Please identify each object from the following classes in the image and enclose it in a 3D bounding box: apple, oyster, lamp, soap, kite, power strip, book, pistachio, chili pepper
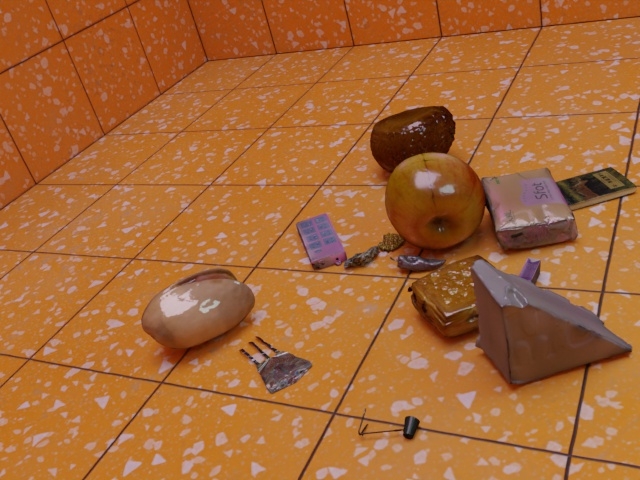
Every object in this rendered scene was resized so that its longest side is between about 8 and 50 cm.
[{"bbox_3d":[0.320,-0.109,1.948,0.285,0.286,0.233,-14,40,4],"label":"apple"},{"bbox_3d":[0.117,0.053,2.026,0.100,0.037,0.098,-25,6,26],"label":"oyster"},{"bbox_3d":[0.143,0.392,1.457,0.121,0.041,0.054,2,44,22],"label":"lamp"},{"bbox_3d":[0.487,0.145,1.475,0.302,0.258,0.159,-17,30,-3],"label":"soap"},{"bbox_3d":[-0.130,0.302,1.747,0.127,0.016,0.229,-31,34,-29],"label":"kite"},{"bbox_3d":[0.000,0.000,2.149,0.109,0.038,0.279,-18,31,-4],"label":"power strip"},{"bbox_3d":[0.779,-0.151,2.043,0.228,0.024,0.160,-16,28,2],"label":"book"},{"bbox_3d":[-0.333,0.182,1.870,0.299,0.188,0.187,-26,32,-25],"label":"pistachio"},{"bbox_3d":[0.267,0.062,1.923,0.153,0.041,0.050,6,54,5],"label":"chili pepper"}]

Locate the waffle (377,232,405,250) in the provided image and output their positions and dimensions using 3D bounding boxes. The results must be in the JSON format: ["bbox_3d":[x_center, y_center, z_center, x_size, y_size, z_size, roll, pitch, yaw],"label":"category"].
[{"bbox_3d":[0.208,0.005,2.065,0.078,0.016,0.085,12,41,39],"label":"waffle"}]

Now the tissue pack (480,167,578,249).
[{"bbox_3d":[0.571,-0.085,1.940,0.214,0.123,0.257,-10,39,6],"label":"tissue pack"}]

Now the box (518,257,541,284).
[{"bbox_3d":[0.517,0.096,1.741,0.036,0.051,0.117,12,39,27],"label":"box"}]

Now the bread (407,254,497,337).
[{"bbox_3d":[0.352,0.141,1.706,0.235,0.099,0.210,-19,33,-16],"label":"bread"}]

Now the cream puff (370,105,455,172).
[{"bbox_3d":[0.317,-0.333,2.379,0.302,0.212,0.303,-18,23,8],"label":"cream puff"}]
